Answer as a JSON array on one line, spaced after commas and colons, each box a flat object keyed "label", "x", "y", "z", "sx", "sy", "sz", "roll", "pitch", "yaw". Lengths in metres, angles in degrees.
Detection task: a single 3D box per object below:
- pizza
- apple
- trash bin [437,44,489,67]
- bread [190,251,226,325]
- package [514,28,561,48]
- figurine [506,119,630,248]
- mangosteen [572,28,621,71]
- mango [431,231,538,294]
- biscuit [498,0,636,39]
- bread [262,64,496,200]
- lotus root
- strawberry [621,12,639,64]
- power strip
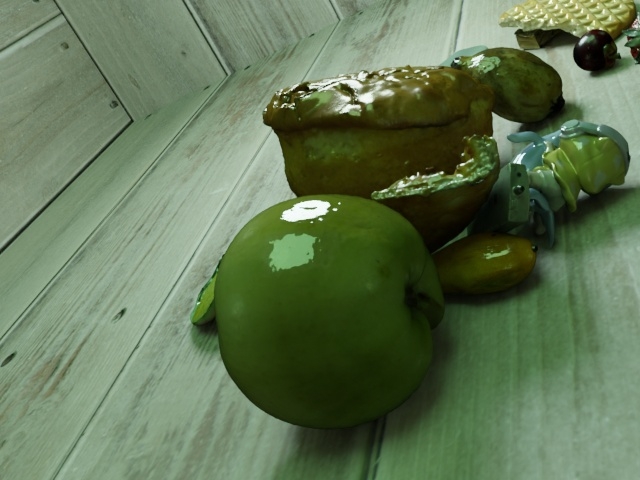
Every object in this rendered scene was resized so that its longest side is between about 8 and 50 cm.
[{"label": "pizza", "x": 0.132, "y": -0.036, "z": 1.140, "sx": 0.182, "sy": 0.074, "sz": 0.365, "roll": -4, "pitch": -25, "yaw": -19}, {"label": "apple", "x": 0.013, "y": 0.084, "z": 1.006, "sx": 0.254, "sy": 0.292, "sz": 0.292, "roll": -12, "pitch": 28, "yaw": 28}, {"label": "trash bin", "x": 0.319, "y": -0.393, "z": 1.892, "sx": 0.130, "sy": 0.059, "sz": 0.116, "roll": -41, "pitch": 25, "yaw": -27}, {"label": "bread", "x": -0.162, "y": 0.060, "z": 1.467, "sx": 0.228, "sy": 0.033, "sz": 0.228, "roll": -50, "pitch": 14, "yaw": 18}, {"label": "package", "x": 0.514, "y": -0.488, "z": 1.863, "sx": 0.131, "sy": 0.047, "sz": 0.071, "roll": -36, "pitch": 24, "yaw": -15}, {"label": "figurine", "x": 0.337, "y": -0.091, "z": 1.148, "sx": 0.183, "sy": 0.128, "sz": 0.208, "roll": -10, "pitch": 38, "yaw": 35}, {"label": "mangosteen", "x": 0.520, "y": -0.357, "z": 1.544, "sx": 0.081, "sy": 0.081, "sz": 0.081, "roll": -26, "pitch": 22, "yaw": 12}, {"label": "mango", "x": 0.208, "y": 0.035, "z": 1.102, "sx": 0.190, "sy": 0.075, "sz": 0.098, "roll": -20, "pitch": 17, "yaw": 41}, {"label": "biscuit", "x": 0.556, "y": -0.505, "z": 1.775, "sx": 0.204, "sy": 0.040, "sz": 0.309, "roll": -35, "pitch": 35, "yaw": -20}, {"label": "bread", "x": 0.103, "y": -0.189, "z": 1.393, "sx": 0.398, "sy": 0.215, "sz": 0.398, "roll": -7, "pitch": 16, "yaw": 2}, {"label": "lotus root", "x": 0.340, "y": -0.286, "z": 1.478, "sx": 0.138, "sy": 0.214, "sz": 0.138, "roll": -162, "pitch": 90, "yaw": -84}, {"label": "strawberry", "x": 0.596, "y": -0.356, "z": 1.376, "sx": 0.131, "sy": 0.131, "sz": 0.148, "roll": 0, "pitch": 39, "yaw": 52}, {"label": "power strip", "x": 0.245, "y": -0.047, "z": 1.125, "sx": 0.029, "sy": 0.080, "sz": 0.227, "roll": 3, "pitch": -10, "yaw": -5}]
